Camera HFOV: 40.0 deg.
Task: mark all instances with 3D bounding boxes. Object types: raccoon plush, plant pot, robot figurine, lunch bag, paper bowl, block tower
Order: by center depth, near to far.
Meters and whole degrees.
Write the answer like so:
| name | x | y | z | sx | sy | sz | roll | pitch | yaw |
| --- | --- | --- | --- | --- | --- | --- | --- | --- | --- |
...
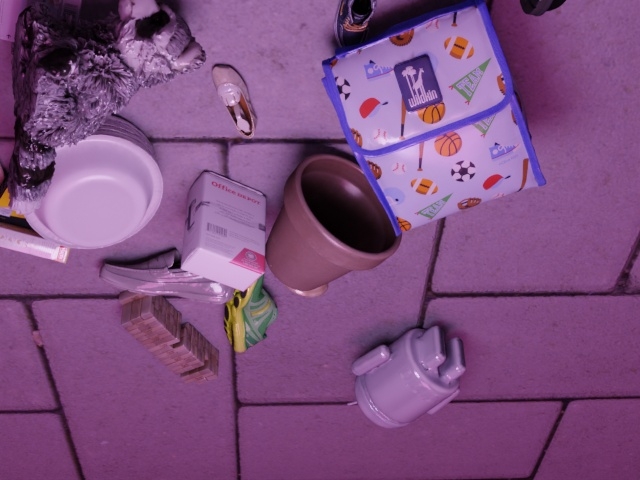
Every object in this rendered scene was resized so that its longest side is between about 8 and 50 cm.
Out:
| name | x | y | z | sx | sy | sz | roll | pitch | yaw |
| --- | --- | --- | --- | --- | --- | --- | --- | --- | --- |
| raccoon plush | -0.395 | -0.255 | 1.590 | 0.299 | 0.216 | 0.446 | -3 | 143 | -31 |
| lunch bag | 0.215 | -0.237 | 1.668 | 0.327 | 0.239 | 0.385 | -19 | 126 | 13 |
| paper bowl | -0.458 | -0.101 | 1.766 | 0.284 | 0.148 | 0.284 | -12 | 134 | -13 |
| plant pot | 0.004 | -0.013 | 1.839 | 0.263 | 0.263 | 0.229 | 21 | 135 | -25 |
| block tower | -0.381 | 0.246 | 2.233 | 0.091 | 0.097 | 0.335 | -21 | 133 | 16 |
| robot figurine | 0.228 | 0.370 | 2.340 | 0.300 | 0.200 | 0.353 | 32 | 127 | -20 |

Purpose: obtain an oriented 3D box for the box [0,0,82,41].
| name | x | y | z | sx | sy | sz | roll | pitch | yaw |
| --- | --- | --- | --- | --- | --- | --- | --- | --- | --- |
| box | -0.520 | -0.414 | 1.552 | 0.186 | 0.038 | 0.145 | 10 | 134 | -17 |

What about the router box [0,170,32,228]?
| name | x | y | z | sx | sy | sz | roll | pitch | yaw |
| --- | --- | --- | --- | --- | --- | --- | --- | --- | --- |
| router box | -0.592 | -0.083 | 1.869 | 0.179 | 0.046 | 0.133 | 17 | 129 | -36 |

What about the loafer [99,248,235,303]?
| name | x | y | z | sx | sy | sz | roll | pitch | yaw |
| --- | --- | --- | --- | --- | --- | --- | --- | --- | --- |
| loafer | -0.354 | 0.074 | 2.057 | 0.319 | 0.112 | 0.111 | 7 | 96 | -2 |

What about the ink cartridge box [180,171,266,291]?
| name | x | y | z | sx | sy | sz | roll | pitch | yaw |
| --- | --- | --- | --- | --- | --- | --- | --- | --- | --- |
| ink cartridge box | -0.203 | -0.021 | 1.870 | 0.158 | 0.218 | 0.092 | 23 | 136 | -26 |

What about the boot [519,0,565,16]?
| name | x | y | z | sx | sy | sz | roll | pitch | yaw |
| --- | --- | --- | --- | --- | --- | --- | --- | --- | --- |
| boot | 0.513 | -0.506 | 1.473 | 0.260 | 0.131 | 0.348 | 10 | 135 | -16 |

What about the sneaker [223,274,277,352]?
| name | x | y | z | sx | sy | sz | roll | pitch | yaw |
| --- | --- | --- | --- | --- | --- | --- | --- | --- | --- |
| sneaker | -0.168 | 0.147 | 2.159 | 0.123 | 0.109 | 0.295 | -17 | 139 | -28 |

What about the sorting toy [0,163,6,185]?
| name | x | y | z | sx | sy | sz | roll | pitch | yaw |
| --- | --- | --- | --- | --- | --- | --- | --- | --- | --- |
| sorting toy | -0.759 | -0.145 | 1.821 | 0.193 | 0.038 | 0.208 | -5 | 137 | 0 |

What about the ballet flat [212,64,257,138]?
| name | x | y | z | sx | sy | sz | roll | pitch | yaw |
| --- | --- | --- | --- | --- | --- | --- | --- | --- | --- |
| ballet flat | -0.163 | -0.270 | 1.726 | 0.057 | 0.052 | 0.168 | -17 | 136 | 13 |

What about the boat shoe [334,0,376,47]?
| name | x | y | z | sx | sy | sz | roll | pitch | yaw |
| --- | --- | --- | --- | --- | --- | --- | --- | --- | --- |
| boat shoe | 0.062 | -0.400 | 1.583 | 0.065 | 0.083 | 0.183 | 0 | 137 | -5 |

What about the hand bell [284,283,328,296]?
| name | x | y | z | sx | sy | sz | roll | pitch | yaw |
| --- | --- | --- | --- | --- | --- | --- | --- | --- | --- |
| hand bell | 0.000 | 0.000 | 1.999 | 0.126 | 0.126 | 0.242 | 12 | 127 | -17 |

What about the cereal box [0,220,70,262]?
| name | x | y | z | sx | sy | sz | roll | pitch | yaw |
| --- | --- | --- | --- | --- | --- | --- | --- | --- | --- |
| cereal box | -0.664 | -0.012 | 1.886 | 0.240 | 0.173 | 0.047 | 18 | 91 | -21 |
